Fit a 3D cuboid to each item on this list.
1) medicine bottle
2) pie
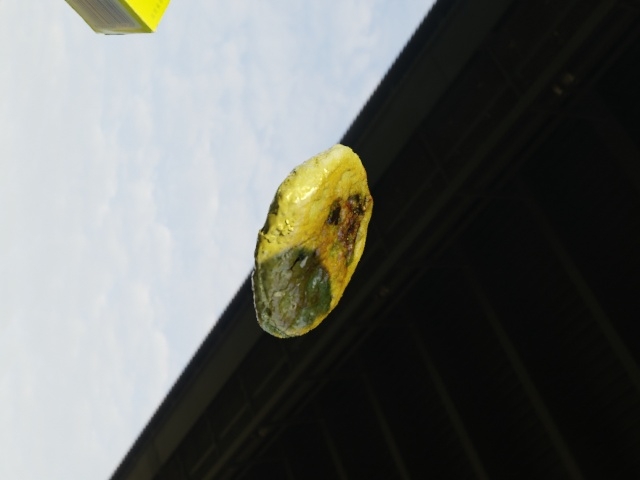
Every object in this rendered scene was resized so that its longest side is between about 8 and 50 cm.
[{"bbox_3d":[-0.324,-0.416,1.243,0.141,0.250,0.137,9,-114,35],"label":"medicine bottle"},{"bbox_3d":[0.000,0.000,1.415,0.070,0.323,0.323,23,-70,29],"label":"pie"}]
